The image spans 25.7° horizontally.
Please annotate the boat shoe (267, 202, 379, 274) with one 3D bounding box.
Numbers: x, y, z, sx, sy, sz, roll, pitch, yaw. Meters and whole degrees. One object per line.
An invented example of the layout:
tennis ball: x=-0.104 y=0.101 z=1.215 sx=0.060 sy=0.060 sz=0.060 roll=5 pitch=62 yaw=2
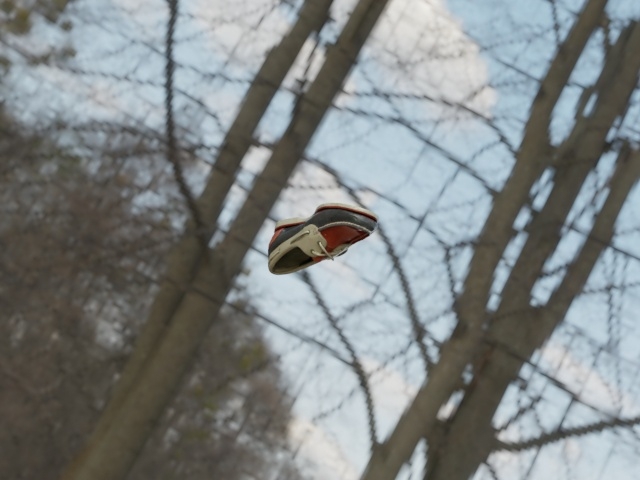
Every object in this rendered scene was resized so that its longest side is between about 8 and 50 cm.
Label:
boat shoe: x=0.000 y=0.000 z=1.185 sx=0.049 sy=0.043 sz=0.137 roll=30 pitch=-25 yaw=-29
